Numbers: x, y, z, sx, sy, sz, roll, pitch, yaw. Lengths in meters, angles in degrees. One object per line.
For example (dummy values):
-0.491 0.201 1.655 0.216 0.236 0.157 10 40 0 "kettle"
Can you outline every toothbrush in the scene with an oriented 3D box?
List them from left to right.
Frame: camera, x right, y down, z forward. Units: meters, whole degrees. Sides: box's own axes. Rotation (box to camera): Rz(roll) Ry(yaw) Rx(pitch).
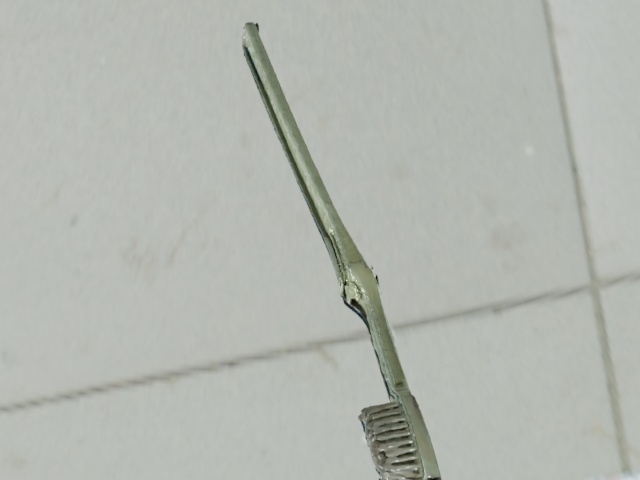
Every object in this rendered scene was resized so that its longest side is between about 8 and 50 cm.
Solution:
0.005 -0.001 0.923 0.028 0.294 0.026 -5 142 -16 "toothbrush"
